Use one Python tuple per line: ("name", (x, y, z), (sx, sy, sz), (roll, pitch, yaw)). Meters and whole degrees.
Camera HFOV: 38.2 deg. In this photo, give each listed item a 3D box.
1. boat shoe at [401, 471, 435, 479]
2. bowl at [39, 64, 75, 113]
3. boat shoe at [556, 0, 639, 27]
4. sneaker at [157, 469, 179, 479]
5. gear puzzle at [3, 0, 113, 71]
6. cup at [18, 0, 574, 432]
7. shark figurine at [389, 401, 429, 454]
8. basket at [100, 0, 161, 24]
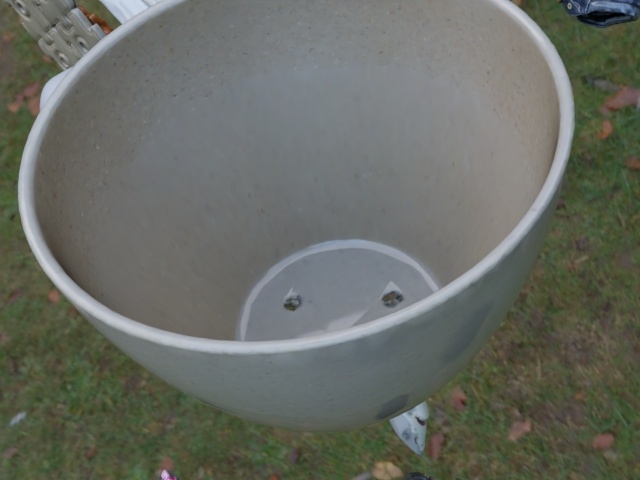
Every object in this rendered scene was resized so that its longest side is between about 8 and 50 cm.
("boat shoe", (0.120, 0.275, 0.870), (0.049, 0.042, 0.133), (-35, 95, 4))
("bowl", (-0.160, -0.097, 0.730), (0.142, 0.142, 0.053), (-34, 64, -30))
("boat shoe", (0.278, -0.285, 1.035), (0.183, 0.065, 0.083), (12, 89, 47))
("sneaker", (-0.230, 0.420, 1.448), (0.057, 0.047, 0.119), (-39, 55, -4))
("gear puzzle", (-0.250, -0.199, 1.118), (0.044, 0.339, 0.175), (-45, 19, -25))
("cup", (0.000, 0.000, 0.635), (0.331, 0.237, 0.331), (-7, 49, 8))
("shark figurine", (0.091, 0.115, 1.137), (0.116, 0.166, 0.278), (-24, 21, 33))
("basket", (0.001, -0.263, 1.006), (0.328, 0.331, 0.266), (44, 110, 5))
